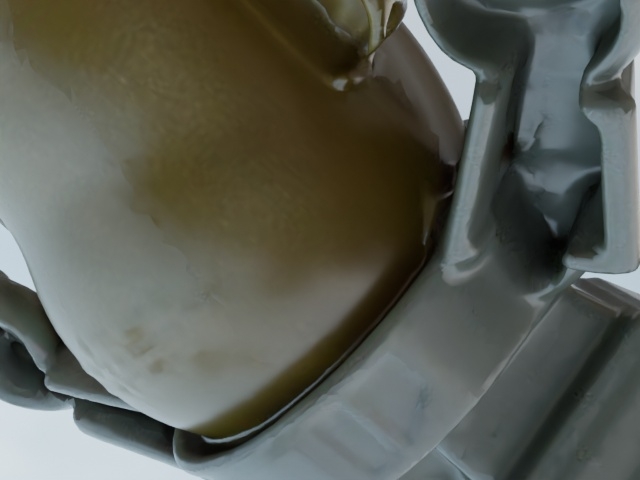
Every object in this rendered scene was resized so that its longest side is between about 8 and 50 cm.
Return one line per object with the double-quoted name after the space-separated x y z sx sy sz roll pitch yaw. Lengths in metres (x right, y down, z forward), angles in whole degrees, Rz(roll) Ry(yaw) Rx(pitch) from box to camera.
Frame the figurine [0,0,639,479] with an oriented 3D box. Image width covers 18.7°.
0.000 0.000 0.623 0.285 0.342 0.167 40 -152 -14 "figurine"
